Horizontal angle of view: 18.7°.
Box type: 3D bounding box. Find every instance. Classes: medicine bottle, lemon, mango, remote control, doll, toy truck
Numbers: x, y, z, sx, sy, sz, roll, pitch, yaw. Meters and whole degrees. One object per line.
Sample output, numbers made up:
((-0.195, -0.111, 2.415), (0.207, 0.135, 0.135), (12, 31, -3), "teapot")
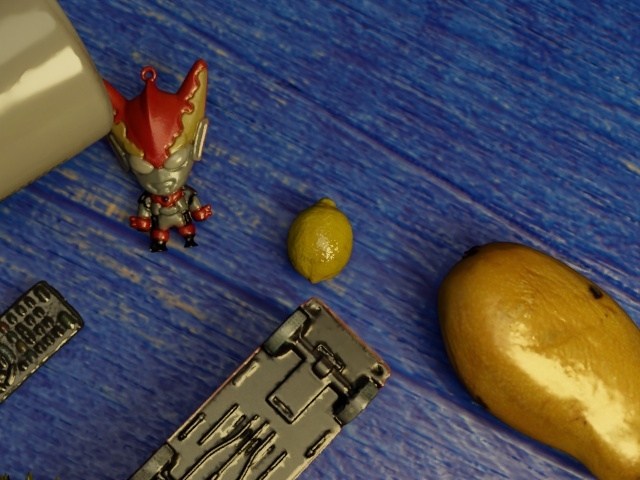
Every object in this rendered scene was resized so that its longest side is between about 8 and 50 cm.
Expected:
((-0.369, -0.095, 1.669), (0.340, 0.208, 0.208), (-33, 86, -12), "medicine bottle")
((0.000, 0.000, 1.779), (0.062, 0.062, 0.083), (13, 74, -6), "lemon")
((0.212, 0.112, 1.769), (0.157, 0.109, 0.262), (-42, 93, -22), "mango")
((-0.315, 0.135, 1.730), (0.245, 0.025, 0.063), (-43, 87, -12), "remote control")
((-0.145, -0.075, 1.778), (0.109, 0.057, 0.169), (-9, 96, 7), "doll")
((-0.061, 0.174, 1.714), (0.107, 0.114, 0.252), (45, 76, 0), "toy truck")

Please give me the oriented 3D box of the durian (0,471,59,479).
((-0.189, 0.344, 1.650), (0.169, 0.158, 0.352), (-32, 90, 0), "durian")
